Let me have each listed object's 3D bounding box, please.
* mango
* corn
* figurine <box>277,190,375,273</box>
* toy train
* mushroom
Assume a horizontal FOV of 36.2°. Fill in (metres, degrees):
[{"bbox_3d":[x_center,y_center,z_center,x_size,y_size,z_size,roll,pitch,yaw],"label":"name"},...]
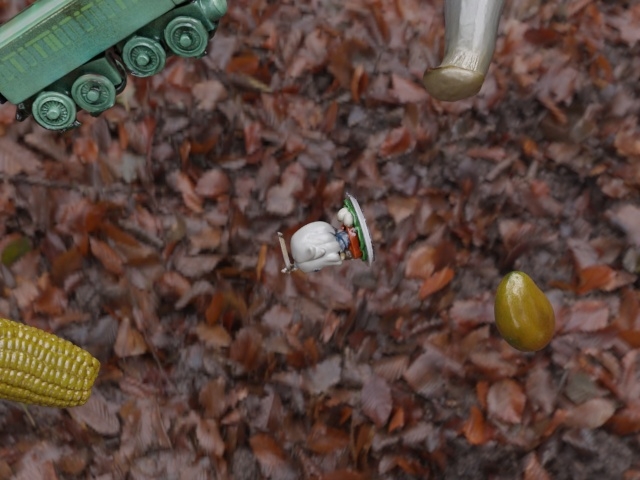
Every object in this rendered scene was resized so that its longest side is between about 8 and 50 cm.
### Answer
[{"bbox_3d":[0.360,0.131,1.750,0.089,0.163,0.111,7,61,48],"label":"mango"},{"bbox_3d":[-0.405,0.129,1.151,0.305,0.106,0.106,20,54,-33],"label":"corn"},{"bbox_3d":[0.000,0.000,1.616,0.153,0.132,0.132,-17,64,-5],"label":"figurine"},{"bbox_3d":[-0.122,-0.112,0.540,0.148,0.071,0.038,-26,29,21],"label":"toy train"},{"bbox_3d":[0.266,-0.381,1.707,0.122,0.159,0.329,13,71,13],"label":"mushroom"}]
